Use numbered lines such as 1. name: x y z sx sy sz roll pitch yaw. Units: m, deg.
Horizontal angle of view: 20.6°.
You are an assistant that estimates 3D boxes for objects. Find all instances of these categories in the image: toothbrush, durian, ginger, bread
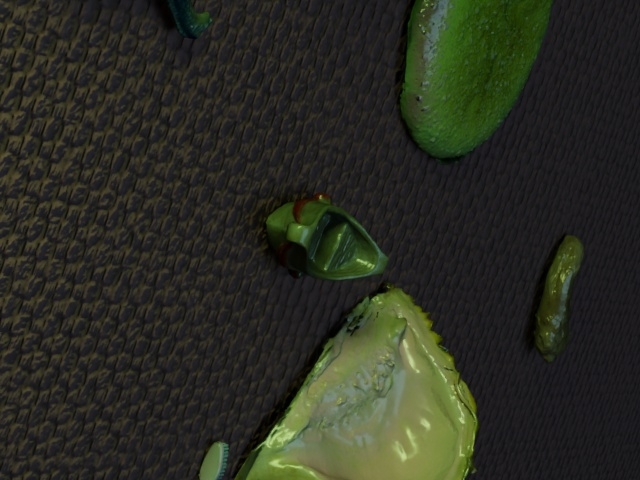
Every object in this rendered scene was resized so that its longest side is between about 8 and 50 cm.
1. toothbrush: -0.135 0.326 1.760 0.027 0.021 0.269 3 107 -54
2. durian: 0.069 0.219 1.866 0.305 0.195 0.186 -47 151 -37
3. ginger: 0.317 0.081 2.329 0.069 0.051 0.173 -18 126 -59
4. bread: 0.175 -0.221 1.895 0.301 0.045 0.301 -38 140 -41

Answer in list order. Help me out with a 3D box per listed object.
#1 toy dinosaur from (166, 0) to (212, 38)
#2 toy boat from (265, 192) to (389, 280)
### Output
1. toy dinosaur: -0.147 -0.249 1.299 0.147 0.076 0.363 -64 155 6
2. toy boat: -0.001 0.000 1.716 0.185 0.071 0.089 19 93 -60
